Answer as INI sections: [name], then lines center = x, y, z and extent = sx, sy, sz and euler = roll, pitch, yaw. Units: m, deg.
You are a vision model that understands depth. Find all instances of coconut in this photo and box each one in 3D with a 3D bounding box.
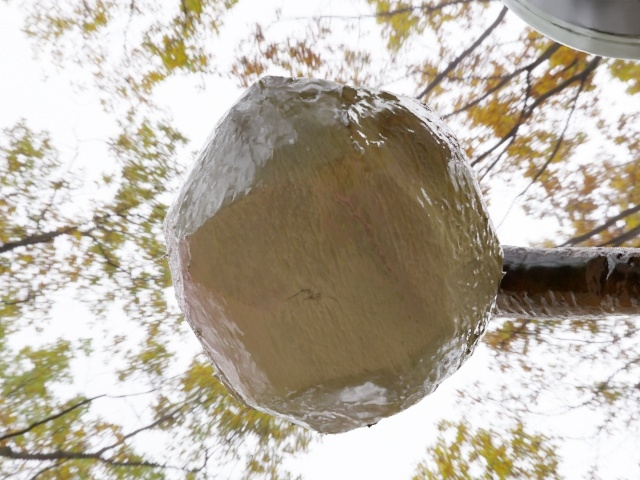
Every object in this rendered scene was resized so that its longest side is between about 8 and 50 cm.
[coconut]
center = 0.001, 0.000, 0.663
extent = 0.227, 0.227, 0.230
euler = -30, -77, -1

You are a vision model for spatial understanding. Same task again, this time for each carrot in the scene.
[carrot]
center = 0.173, 0.031, 0.741
extent = 0.066, 0.314, 0.066
euler = -1, -89, -43

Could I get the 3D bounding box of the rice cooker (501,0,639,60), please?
[rice cooker]
center = 0.216, -0.279, 0.619
extent = 0.288, 0.277, 0.288
euler = -3, -108, 11
